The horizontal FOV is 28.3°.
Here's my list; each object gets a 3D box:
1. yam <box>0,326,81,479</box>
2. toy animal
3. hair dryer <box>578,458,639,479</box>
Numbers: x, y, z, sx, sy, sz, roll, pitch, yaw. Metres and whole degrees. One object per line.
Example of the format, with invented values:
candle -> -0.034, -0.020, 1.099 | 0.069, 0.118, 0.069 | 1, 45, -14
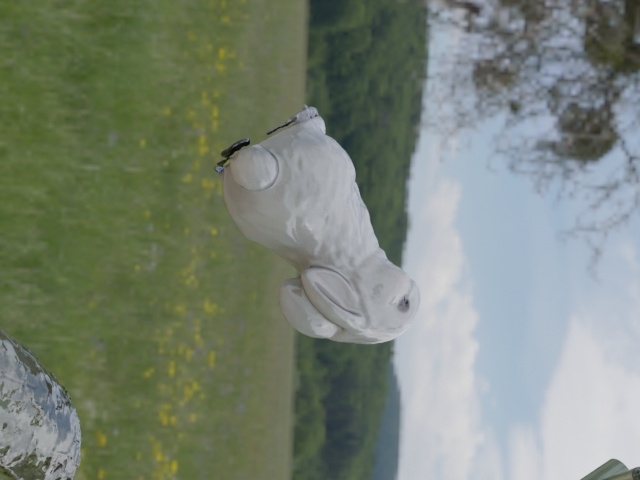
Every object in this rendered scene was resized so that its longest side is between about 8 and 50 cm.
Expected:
yam -> -0.311, 0.151, 1.135 | 0.254, 0.154, 0.153 | 70, 19, -57
toy animal -> 0.000, 0.000, 1.817 | 0.357, 0.194, 0.258 | 59, 32, 0
hair dryer -> 0.290, 0.230, 1.222 | 0.038, 0.063, 0.124 | 57, -25, 9
